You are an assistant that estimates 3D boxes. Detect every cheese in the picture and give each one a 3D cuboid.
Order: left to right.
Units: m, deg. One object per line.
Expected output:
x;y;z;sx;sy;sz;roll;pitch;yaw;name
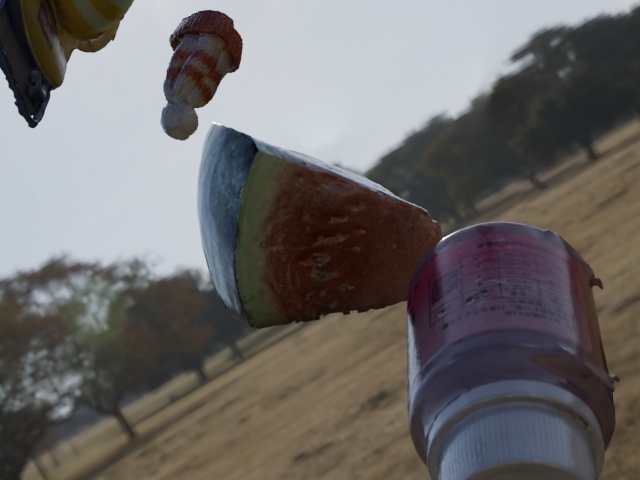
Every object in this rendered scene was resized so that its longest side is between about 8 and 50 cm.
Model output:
-0.172;-0.191;0.937;0.069;0.177;0.270;0;46;14;cheese

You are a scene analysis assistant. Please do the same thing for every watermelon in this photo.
0.000;0.000;1.187;0.226;0.148;0.318;17;4;18;watermelon

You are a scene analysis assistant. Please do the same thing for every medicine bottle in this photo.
0.130;0.103;0.952;0.147;0.147;0.247;-30;27;22;medicine bottle

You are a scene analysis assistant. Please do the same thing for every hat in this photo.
-0.166;-0.207;1.772;0.112;0.093;0.162;-15;45;57;hat
